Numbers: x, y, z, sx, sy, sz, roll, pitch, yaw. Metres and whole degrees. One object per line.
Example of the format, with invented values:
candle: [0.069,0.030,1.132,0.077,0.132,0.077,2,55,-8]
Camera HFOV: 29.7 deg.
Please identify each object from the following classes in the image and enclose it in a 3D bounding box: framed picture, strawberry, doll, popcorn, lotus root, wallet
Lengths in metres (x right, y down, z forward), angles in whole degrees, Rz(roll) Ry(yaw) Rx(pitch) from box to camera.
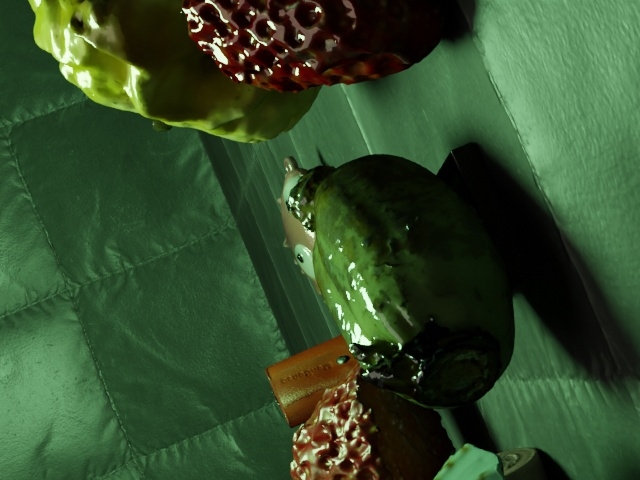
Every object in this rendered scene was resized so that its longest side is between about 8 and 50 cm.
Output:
framed picture: [0.142,-0.008,1.119,0.168,0.023,0.128,108,139,-77]
strawberry: [0.000,-0.203,1.035,0.244,0.205,0.205,31,148,40]
strawberry: [0.058,0.270,1.520,0.234,0.178,0.234,43,-148,-35]
doll: [0.000,0.000,1.771,0.211,0.093,0.262,-170,61,-72]
popcorn: [-0.130,-0.284,1.288,0.381,0.349,0.349,-68,24,15]
lotus root: [0.068,0.020,1.063,0.309,0.173,0.173,-123,14,-47]
wallet: [0.031,0.173,1.644,0.142,0.204,0.045,-124,12,-61]

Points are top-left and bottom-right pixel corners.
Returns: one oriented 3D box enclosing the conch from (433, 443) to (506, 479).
conch: [0.177,0.336,1.005,0.303,0.215,0.319,22,141,49]

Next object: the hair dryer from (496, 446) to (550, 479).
hair dryer: [0.208,0.332,1.347,0.352,0.125,0.210,4,-118,-89]
